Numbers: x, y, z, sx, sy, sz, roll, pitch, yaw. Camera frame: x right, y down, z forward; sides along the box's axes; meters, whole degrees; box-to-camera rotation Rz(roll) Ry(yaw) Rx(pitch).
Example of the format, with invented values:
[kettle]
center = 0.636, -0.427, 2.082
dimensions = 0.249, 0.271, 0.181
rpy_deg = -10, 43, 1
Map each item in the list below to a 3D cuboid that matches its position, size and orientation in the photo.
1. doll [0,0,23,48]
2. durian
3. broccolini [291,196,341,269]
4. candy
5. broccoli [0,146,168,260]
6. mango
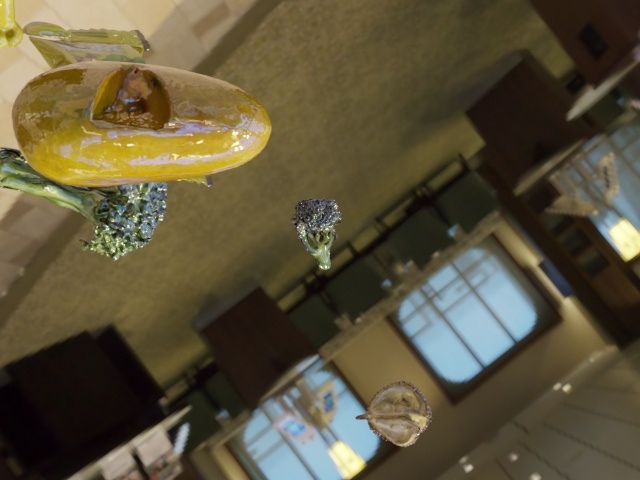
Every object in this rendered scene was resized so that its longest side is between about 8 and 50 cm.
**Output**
[doll]
center = -0.382, -0.385, 1.094
dimensions = 0.199, 0.145, 0.363
rpy_deg = 2, 129, -8
[durian]
center = 0.131, 0.299, 1.696
dimensions = 0.140, 0.111, 0.071
rpy_deg = -10, 151, 29
[broccolini]
center = -0.009, -0.014, 1.766
dimensions = 0.091, 0.068, 0.203
rpy_deg = -24, 156, -13
[candy]
center = -0.261, -0.182, 1.284
dimensions = 0.187, 0.297, 0.081
rpy_deg = -2, 138, -41
[broccoli]
center = -0.370, -0.106, 1.602
dimensions = 0.177, 0.274, 0.199
rpy_deg = -46, -163, 48
[mango]
center = -0.183, -0.120, 1.035
dimensions = 0.261, 0.130, 0.167
rpy_deg = -1, -173, -8
